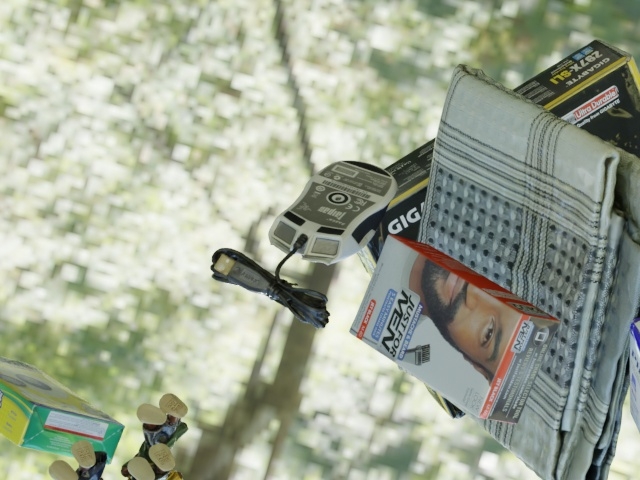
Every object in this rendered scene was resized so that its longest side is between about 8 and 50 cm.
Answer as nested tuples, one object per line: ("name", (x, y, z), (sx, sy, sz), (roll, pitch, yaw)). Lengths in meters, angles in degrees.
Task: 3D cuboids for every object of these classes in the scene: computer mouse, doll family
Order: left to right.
("doll family", (-0.163, 0.198, 1.465), (0.193, 0.111, 0.076), (-26, -113, -28))
("computer mouse", (0.000, 0.000, 1.529), (0.106, 0.042, 0.193), (19, -142, 23))

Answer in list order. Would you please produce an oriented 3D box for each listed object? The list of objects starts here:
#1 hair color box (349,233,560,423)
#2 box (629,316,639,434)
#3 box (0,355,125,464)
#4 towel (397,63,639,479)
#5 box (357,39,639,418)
("hair color box", (0.106, 0.070, 1.600), (0.053, 0.093, 0.167), (12, -167, -45))
("box", (0.296, 0.104, 1.439), (0.126, 0.072, 0.137), (-15, 144, -3))
("box", (-0.262, 0.138, 1.720), (0.105, 0.043, 0.179), (19, -178, -44))
("towel", (0.172, 0.035, 1.726), (0.056, 0.312, 0.324), (0, -159, -31))
("box", (0.205, -0.009, 1.975), (0.257, 0.322, 0.079), (64, 171, -30))
